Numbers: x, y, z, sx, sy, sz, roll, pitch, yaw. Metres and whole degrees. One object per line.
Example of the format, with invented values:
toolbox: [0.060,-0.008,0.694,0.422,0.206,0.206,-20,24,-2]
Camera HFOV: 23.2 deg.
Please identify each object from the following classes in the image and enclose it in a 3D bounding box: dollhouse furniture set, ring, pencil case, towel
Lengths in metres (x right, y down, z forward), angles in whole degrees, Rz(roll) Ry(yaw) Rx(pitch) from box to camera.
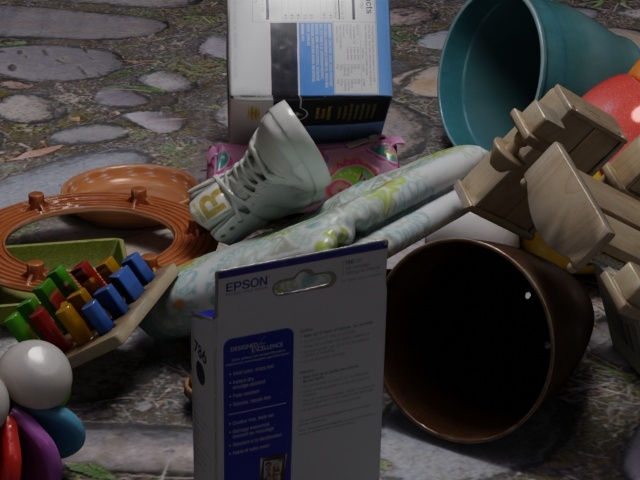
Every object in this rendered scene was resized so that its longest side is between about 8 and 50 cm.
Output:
dollhouse furniture set: [0.305,0.024,1.688,0.303,0.174,0.355,22,33,-37]
ring: [-0.299,-0.009,2.022,0.337,0.032,0.336,1,21,0]
pencil case: [-0.021,-0.091,2.228,0.284,0.124,0.124,-3,23,-7]
towel: [0.000,0.000,1.866,0.320,0.090,0.374,-23,3,41]

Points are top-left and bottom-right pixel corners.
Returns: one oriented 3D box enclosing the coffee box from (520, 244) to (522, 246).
coffee box: [0.245,-0.043,2.215,0.113,0.040,0.184,-15,27,-32]

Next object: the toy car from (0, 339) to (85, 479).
toy car: [-0.311,0.196,1.540,0.182,0.159,0.136,-21,66,-42]

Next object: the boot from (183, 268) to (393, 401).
boot: [-0.018,0.108,1.761,0.305,0.115,0.112,-15,30,-29]

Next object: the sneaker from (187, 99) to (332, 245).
sneaker: [-0.082,-0.067,1.926,0.169,0.108,0.292,-29,-14,-7]

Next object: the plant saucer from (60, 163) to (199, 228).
plant saucer: [-0.274,-0.062,2.258,0.200,0.037,0.200,0,22,0]

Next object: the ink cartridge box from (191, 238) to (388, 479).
ink cartridge box: [-0.028,0.149,1.378,0.165,0.332,0.065,-9,28,-23]

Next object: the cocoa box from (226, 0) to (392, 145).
cocoa box: [-0.023,-0.254,2.284,0.228,0.231,0.347,-1,-14,-4]

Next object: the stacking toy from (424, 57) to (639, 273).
stacking toy: [0.364,-0.065,2.049,0.480,0.350,0.350,-21,25,-2]

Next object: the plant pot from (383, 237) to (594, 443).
plant pot: [0.206,0.094,1.716,0.215,0.215,0.230,15,13,31]

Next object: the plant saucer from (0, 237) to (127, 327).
plant saucer: [-0.333,0.058,1.962,0.188,0.045,0.188,-5,23,-11]

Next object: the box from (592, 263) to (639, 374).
box: [0.490,0.044,1.798,0.311,0.121,0.148,-18,20,-2]

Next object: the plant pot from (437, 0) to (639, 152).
plant pot: [0.365,-0.250,2.457,0.255,0.271,0.272,4,19,-30]

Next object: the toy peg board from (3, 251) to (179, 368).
toy peg board: [-0.269,0.072,1.766,0.161,0.079,0.161,-26,18,31]
